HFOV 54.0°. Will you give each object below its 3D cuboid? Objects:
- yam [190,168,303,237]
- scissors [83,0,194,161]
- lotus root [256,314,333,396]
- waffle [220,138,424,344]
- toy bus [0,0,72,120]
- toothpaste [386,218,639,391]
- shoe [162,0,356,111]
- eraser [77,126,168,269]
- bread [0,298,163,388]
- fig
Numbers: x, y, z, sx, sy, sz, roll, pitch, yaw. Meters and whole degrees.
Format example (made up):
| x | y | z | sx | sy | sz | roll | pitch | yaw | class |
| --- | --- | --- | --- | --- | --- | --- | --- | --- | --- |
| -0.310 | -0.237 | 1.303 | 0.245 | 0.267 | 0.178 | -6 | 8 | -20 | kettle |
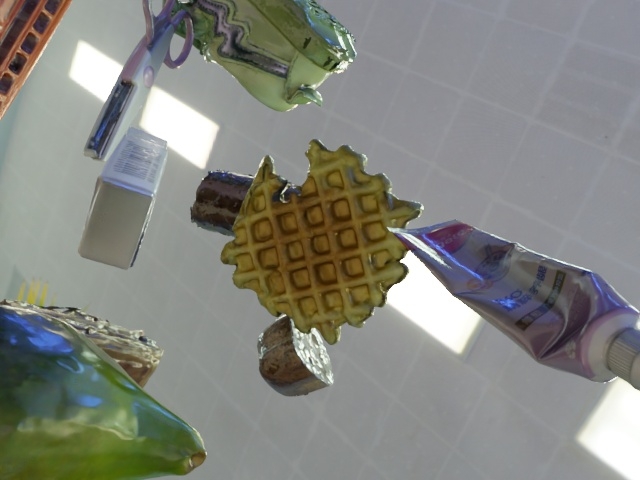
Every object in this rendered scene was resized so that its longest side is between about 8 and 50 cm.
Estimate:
| x | y | z | sx | sy | sz | roll | pitch | yaw | class |
| --- | --- | --- | --- | --- | --- | --- | --- | --- | --- |
| -0.087 | -0.052 | 1.140 | 0.280 | 0.131 | 0.131 | 12 | -83 | 19 | yam |
| -0.138 | -0.131 | 0.486 | 0.022 | 0.085 | 0.176 | 10 | -119 | 12 | scissors |
| -0.037 | 0.178 | 0.954 | 0.081 | 0.112 | 0.122 | -38 | -145 | 18 | lotus root |
| -0.001 | 0.000 | 0.846 | 0.250 | 0.056 | 0.261 | 31 | -76 | 11 | waffle |
| -0.327 | -0.280 | 0.630 | 0.143 | 0.153 | 0.329 | 18 | -101 | 37 | toy bus |
| 0.146 | 0.031 | 0.487 | 0.075 | 0.048 | 0.301 | -33 | -155 | -7 | toothpaste |
| -0.082 | -0.236 | 0.633 | 0.262 | 0.140 | 0.128 | 42 | -82 | 19 | shoe |
| -0.292 | -0.075 | 0.959 | 0.279 | 0.081 | 0.124 | -108 | -141 | -64 | eraser |
| -0.461 | 0.228 | 1.035 | 0.324 | 0.277 | 0.167 | -45 | -128 | 12 | bread |
| -0.241 | 0.165 | 0.583 | 0.206 | 0.275 | 0.206 | -172 | -90 | -83 | fig |
